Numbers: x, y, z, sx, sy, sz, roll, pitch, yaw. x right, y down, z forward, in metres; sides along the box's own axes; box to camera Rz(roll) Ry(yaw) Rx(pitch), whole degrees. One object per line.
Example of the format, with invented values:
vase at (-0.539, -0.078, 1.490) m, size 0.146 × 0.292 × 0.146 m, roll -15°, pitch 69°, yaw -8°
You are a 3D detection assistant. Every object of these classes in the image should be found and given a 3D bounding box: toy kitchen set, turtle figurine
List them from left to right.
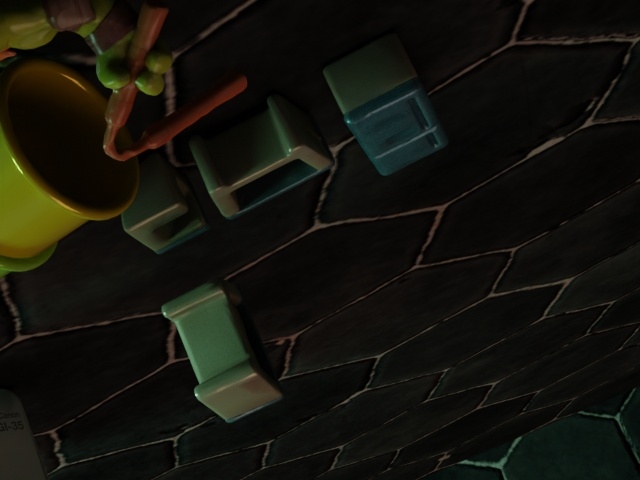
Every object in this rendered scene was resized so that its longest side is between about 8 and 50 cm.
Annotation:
turtle figurine at (-0.148, -0.104, 0.602) m, size 0.269 × 0.087 × 0.217 m, roll -9°, pitch 150°, yaw -20°
toy kitchen set at (0.000, 0.000, 0.964) m, size 0.207 × 0.166 × 0.122 m, roll -27°, pitch 162°, yaw 6°

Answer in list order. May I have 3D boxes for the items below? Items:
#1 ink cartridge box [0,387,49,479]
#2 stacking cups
ink cartridge box at (-0.387, 0.239, 1.218) m, size 0.283 × 0.117 × 0.207 m, roll -34°, pitch 160°, yaw 29°
stacking cups at (-0.241, 0.012, 0.840) m, size 0.316 × 0.096 × 0.096 m, roll -30°, pitch 163°, yaw 32°
